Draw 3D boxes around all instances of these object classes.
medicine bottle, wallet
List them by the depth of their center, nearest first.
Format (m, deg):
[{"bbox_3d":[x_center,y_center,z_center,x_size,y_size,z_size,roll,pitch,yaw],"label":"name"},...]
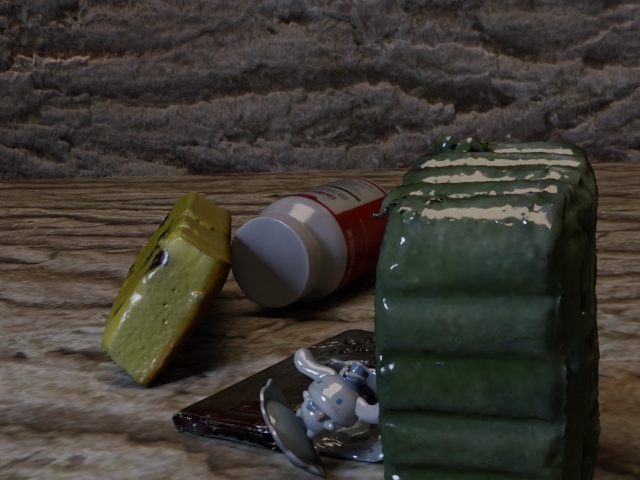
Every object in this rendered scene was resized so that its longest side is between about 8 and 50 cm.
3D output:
[{"bbox_3d":[-0.003,0.119,0.808,0.121,0.031,0.232,1,11,40],"label":"wallet"},{"bbox_3d":[0.000,0.000,1.182,0.131,0.131,0.250,1,11,29],"label":"medicine bottle"}]

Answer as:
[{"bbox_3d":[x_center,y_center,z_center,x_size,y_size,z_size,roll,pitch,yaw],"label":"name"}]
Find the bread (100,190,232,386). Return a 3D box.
[{"bbox_3d":[-0.160,0.035,1.042,0.077,0.138,0.361,36,5,-10],"label":"bread"}]

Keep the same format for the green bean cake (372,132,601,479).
[{"bbox_3d":[0.114,0.049,0.605,0.124,0.223,0.227,-2,14,17],"label":"green bean cake"}]

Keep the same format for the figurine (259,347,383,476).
[{"bbox_3d":[0.009,0.115,0.674,0.086,0.094,0.082,-33,-31,3],"label":"figurine"}]
